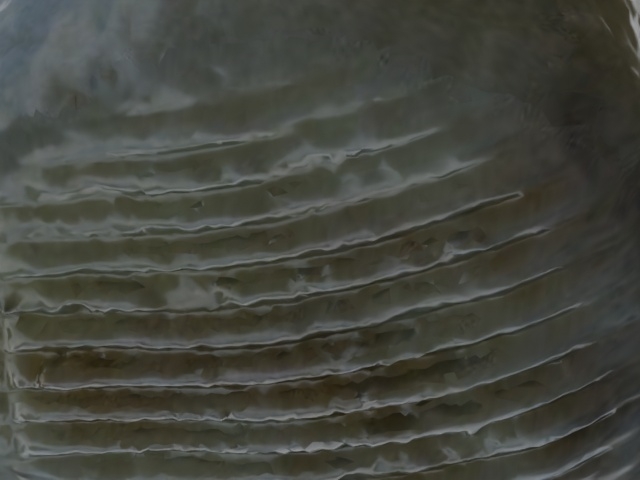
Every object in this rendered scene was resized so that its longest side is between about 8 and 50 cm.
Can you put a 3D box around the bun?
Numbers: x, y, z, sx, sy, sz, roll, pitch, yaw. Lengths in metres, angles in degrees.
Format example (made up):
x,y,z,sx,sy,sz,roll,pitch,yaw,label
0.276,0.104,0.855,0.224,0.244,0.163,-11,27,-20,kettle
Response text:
x,y,z,sx,sy,sz,roll,pitch,yaw,label
0.000,0.000,0.760,0.362,0.362,0.211,45,-148,-29,bun
